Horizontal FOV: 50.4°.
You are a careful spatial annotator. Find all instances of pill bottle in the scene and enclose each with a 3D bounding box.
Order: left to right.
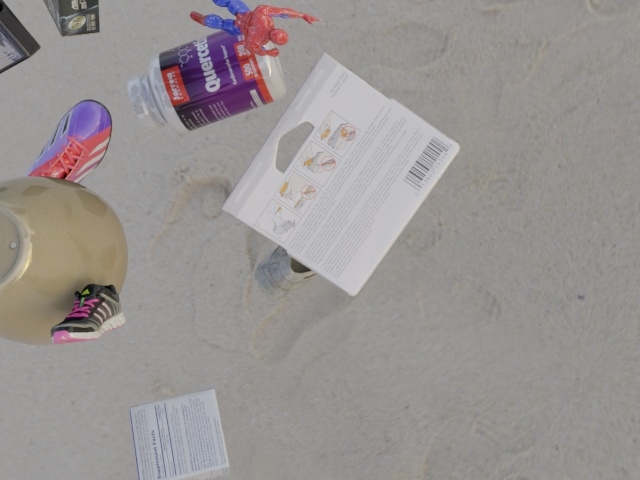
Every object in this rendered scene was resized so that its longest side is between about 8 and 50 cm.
[{"bbox_3d":[-0.248,-0.350,1.495,0.323,0.181,0.181,-19,73,5],"label":"pill bottle"}]

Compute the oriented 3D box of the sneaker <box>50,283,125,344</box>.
[{"bbox_3d":[-0.342,0.103,0.996,0.063,0.170,0.075,-6,95,12],"label":"sneaker"}]

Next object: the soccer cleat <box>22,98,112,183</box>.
[{"bbox_3d":[-0.524,-0.139,1.356,0.108,0.116,0.318,37,103,-16],"label":"soccer cleat"}]

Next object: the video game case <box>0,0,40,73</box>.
[{"bbox_3d":[-0.551,-0.311,0.911,0.275,0.248,0.035,-13,37,32],"label":"video game case"}]

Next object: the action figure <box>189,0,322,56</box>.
[{"bbox_3d":[-0.110,-0.384,1.210,0.280,0.139,0.091,41,119,47],"label":"action figure"}]

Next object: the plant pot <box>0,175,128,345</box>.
[{"bbox_3d":[-0.474,0.022,1.061,0.284,0.191,0.284,-1,82,7],"label":"plant pot"}]

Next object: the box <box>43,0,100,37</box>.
[{"bbox_3d":[-0.482,-0.507,1.293,0.077,0.180,0.147,-17,57,-28],"label":"box"}]

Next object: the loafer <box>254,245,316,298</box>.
[{"bbox_3d":[0.000,0.000,1.313,0.112,0.319,0.111,51,135,-9],"label":"loafer"}]

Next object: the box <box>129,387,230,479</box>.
[{"bbox_3d":[-0.220,0.316,1.070,0.137,0.072,0.126,-10,63,-12],"label":"box"}]

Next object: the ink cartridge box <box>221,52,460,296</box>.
[{"bbox_3d":[0.031,-0.102,1.089,0.261,0.066,0.296,34,99,-7],"label":"ink cartridge box"}]
